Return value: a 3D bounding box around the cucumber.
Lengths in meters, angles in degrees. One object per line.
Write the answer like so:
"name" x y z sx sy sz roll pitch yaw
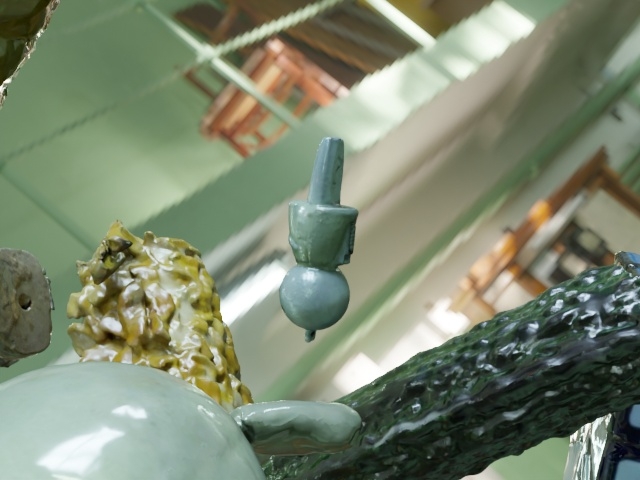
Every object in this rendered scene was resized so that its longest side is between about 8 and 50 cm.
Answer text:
"cucumber" 0.066 0.089 0.741 0.265 0.077 0.077 -28 -2 18

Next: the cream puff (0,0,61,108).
"cream puff" -0.204 -0.111 0.500 0.244 0.244 0.196 120 171 -47

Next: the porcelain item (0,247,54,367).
"porcelain item" -0.296 0.072 1.060 0.215 0.081 0.069 -18 -13 28

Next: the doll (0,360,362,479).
"doll" -0.090 0.103 0.327 0.155 0.113 0.275 -35 12 44

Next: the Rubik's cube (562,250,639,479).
"Rubik's cube" 0.341 0.184 1.128 0.288 0.283 0.294 -51 -29 -79

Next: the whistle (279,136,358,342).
"whistle" 0.000 0.000 0.699 0.035 0.035 0.100 -19 -64 -73

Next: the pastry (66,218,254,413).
"pastry" -0.119 0.087 1.035 0.102 0.250 0.154 -34 -35 19
